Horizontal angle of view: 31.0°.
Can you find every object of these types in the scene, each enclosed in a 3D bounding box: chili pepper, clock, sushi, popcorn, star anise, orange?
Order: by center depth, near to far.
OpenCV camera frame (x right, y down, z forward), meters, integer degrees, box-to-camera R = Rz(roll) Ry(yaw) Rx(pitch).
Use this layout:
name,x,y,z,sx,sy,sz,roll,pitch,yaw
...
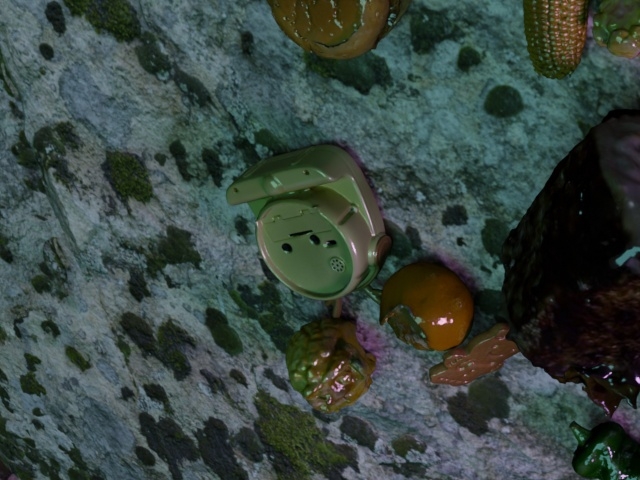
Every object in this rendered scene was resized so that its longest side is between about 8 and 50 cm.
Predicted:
name,x,y,z,sx,sy,sz,roll,pitch,yaw
popcorn,0.398,-0.274,1.432,0.109,0.089,0.096,-12,78,31
sushi,0.404,0.008,1.476,0.281,0.299,0.294,26,137,-1
star anise,0.432,0.171,1.690,0.346,0.148,0.237,30,156,10
chili pepper,0.501,0.373,1.813,0.270,0.099,0.136,34,159,2
orange,0.166,0.110,1.835,0.157,0.134,0.156,14,114,35
clock,0.000,0.000,1.897,0.235,0.096,0.308,-13,114,39
popcorn,0.021,0.217,2.001,0.173,0.173,0.142,38,118,6

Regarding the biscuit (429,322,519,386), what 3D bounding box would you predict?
name,x,y,z,sx,sy,sz,roll,pitch,yaw
biscuit,0.259,0.187,1.842,0.184,0.133,0.027,-31,57,23

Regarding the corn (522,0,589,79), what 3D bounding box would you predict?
name,x,y,z,sx,sy,sz,roll,pitch,yaw
corn,0.300,-0.328,1.455,0.091,0.091,0.260,0,126,10

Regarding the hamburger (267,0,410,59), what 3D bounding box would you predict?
name,x,y,z,sx,sy,sz,roll,pitch,yaw
hamburger,0.022,-0.359,1.624,0.214,0.108,0.213,20,128,28
